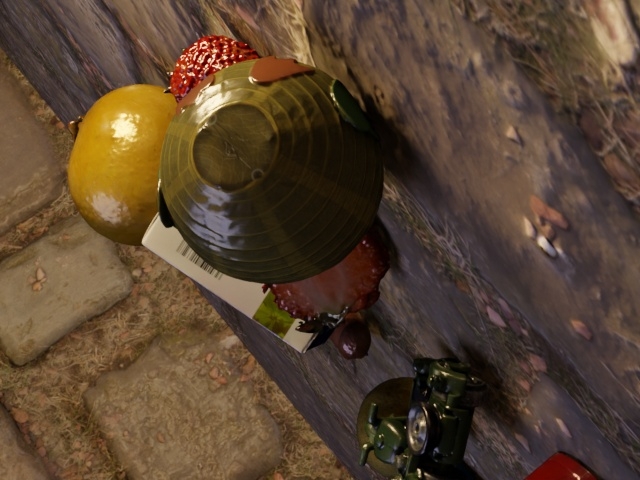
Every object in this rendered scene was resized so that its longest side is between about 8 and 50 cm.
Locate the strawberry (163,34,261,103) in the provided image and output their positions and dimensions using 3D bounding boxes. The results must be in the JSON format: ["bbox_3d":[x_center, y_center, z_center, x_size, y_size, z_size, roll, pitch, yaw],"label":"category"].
[{"bbox_3d":[-0.114,-0.184,1.526,0.148,0.131,0.131,53,171,40],"label":"strawberry"}]

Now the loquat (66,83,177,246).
[{"bbox_3d":[-0.302,-0.131,2.055,0.275,0.275,0.275,49,168,15],"label":"loquat"}]

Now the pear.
[{"bbox_3d":[0.135,0.290,1.889,0.167,0.167,0.136,48,155,21],"label":"pear"}]

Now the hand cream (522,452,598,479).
[{"bbox_3d":[0.314,0.376,1.531,0.193,0.125,0.193,48,170,12],"label":"hand cream"}]

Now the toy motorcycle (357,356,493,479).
[{"bbox_3d":[0.142,0.243,1.668,0.275,0.127,0.205,-124,43,-75],"label":"toy motorcycle"}]

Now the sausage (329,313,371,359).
[{"bbox_3d":[0.026,0.146,2.077,0.078,0.078,0.304,56,169,-17],"label":"sausage"}]

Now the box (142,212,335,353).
[{"bbox_3d":[-0.105,0.044,1.875,0.299,0.106,0.200,35,-175,8],"label":"box"}]

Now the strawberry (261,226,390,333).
[{"bbox_3d":[0.007,0.000,1.613,0.107,0.175,0.236,-87,7,-60],"label":"strawberry"}]

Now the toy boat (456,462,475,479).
[{"bbox_3d":[0.202,0.404,2.119,0.299,0.096,0.062,39,153,41],"label":"toy boat"}]

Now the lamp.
[{"bbox_3d":[-0.041,-0.069,1.344,0.250,0.250,0.284,47,-174,23],"label":"lamp"}]
